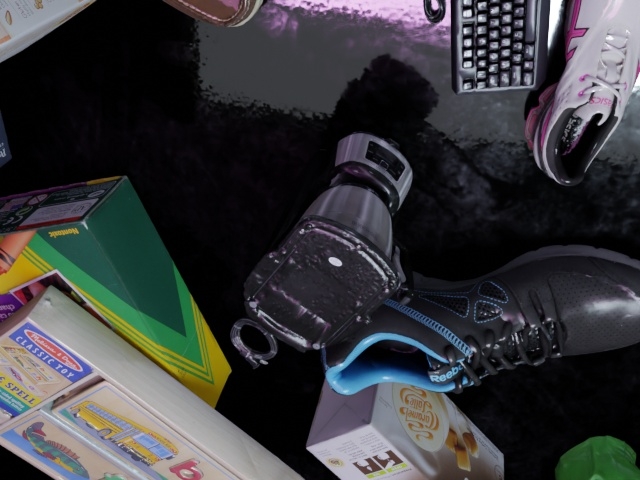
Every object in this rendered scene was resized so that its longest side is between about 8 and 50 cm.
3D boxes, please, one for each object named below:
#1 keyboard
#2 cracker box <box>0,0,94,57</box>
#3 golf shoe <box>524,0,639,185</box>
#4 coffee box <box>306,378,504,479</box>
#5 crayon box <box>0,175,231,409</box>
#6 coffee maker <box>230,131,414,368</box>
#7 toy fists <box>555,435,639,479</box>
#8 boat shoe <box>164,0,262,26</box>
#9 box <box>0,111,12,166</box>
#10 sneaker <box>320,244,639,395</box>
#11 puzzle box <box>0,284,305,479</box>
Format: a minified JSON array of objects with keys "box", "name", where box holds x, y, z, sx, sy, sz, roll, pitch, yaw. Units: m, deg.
[{"box":[0.126,-0.202,0.506,0.108,0.023,0.180,2,125,15],"name":"keyboard"},{"box":[-0.280,-0.171,0.512,0.155,0.232,0.067,-19,118,27],"name":"cracker box"},{"box":[0.216,-0.129,0.490,0.067,0.086,0.186,7,126,-2],"name":"golf shoe"},{"box":[0.110,0.251,0.766,0.098,0.141,0.246,-32,111,32],"name":"coffee box"},{"box":[-0.341,0.101,0.808,0.362,0.106,0.313,-7,123,21],"name":"crayon box"},{"box":[0.000,0.000,0.590,0.171,0.178,0.120,-23,114,26],"name":"coffee maker"},{"box":[0.304,0.370,0.794,0.096,0.142,0.279,29,128,-5],"name":"toy fists"},{"box":[-0.163,-0.254,0.505,0.257,0.095,0.095,36,127,-11],"name":"boat shoe"},{"box":[-0.409,-0.140,0.625,0.108,0.153,0.207,11,128,8],"name":"box"},{"box":[0.164,0.096,0.638,0.340,0.140,0.125,-8,121,20],"name":"sneaker"},{"box":[-0.247,0.247,0.798,0.272,0.052,0.409,-31,116,32],"name":"puzzle box"}]
